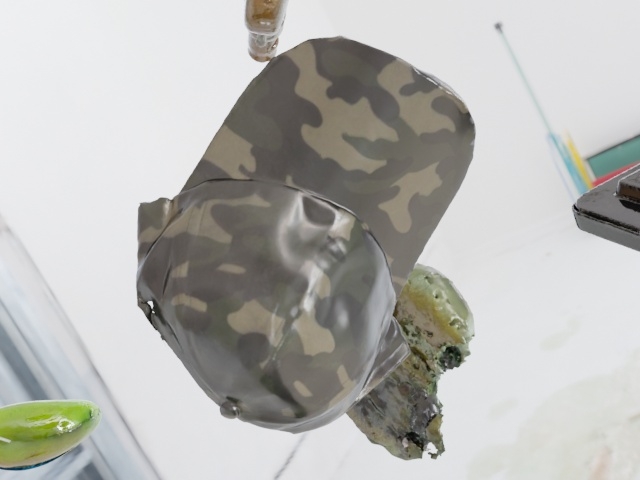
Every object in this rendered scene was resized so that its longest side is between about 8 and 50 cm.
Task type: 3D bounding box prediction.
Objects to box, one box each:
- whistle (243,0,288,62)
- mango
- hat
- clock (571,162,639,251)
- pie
[{"bbox_3d":[-0.066,-0.275,1.116,0.057,0.107,0.220,10,164,-3],"label":"whistle"},{"bbox_3d":[-0.501,0.340,1.681,0.233,0.111,0.125,-8,155,-28],"label":"mango"},{"bbox_3d":[0.000,0.000,1.019,0.382,0.366,0.257,-55,-160,37],"label":"hat"},{"bbox_3d":[0.442,-0.062,0.986,0.279,0.049,0.273,-27,-157,-16],"label":"clock"},{"bbox_3d":[0.126,0.199,1.646,0.296,0.371,0.078,29,-148,32],"label":"pie"}]
